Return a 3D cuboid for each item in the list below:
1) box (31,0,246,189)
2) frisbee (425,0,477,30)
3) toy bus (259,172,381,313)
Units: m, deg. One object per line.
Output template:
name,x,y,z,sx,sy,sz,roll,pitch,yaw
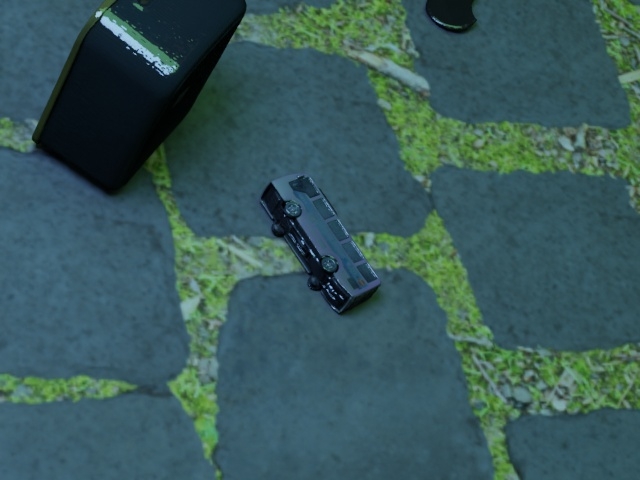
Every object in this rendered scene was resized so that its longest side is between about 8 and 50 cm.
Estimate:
box,-0.151,-0.143,1.526,0.090,0.201,0.144,38,53,-1
frisbee,0.143,-0.313,1.858,0.211,0.012,0.187,-32,74,-33
toy bus,0.000,0.000,1.593,0.052,0.037,0.130,-23,71,-33
